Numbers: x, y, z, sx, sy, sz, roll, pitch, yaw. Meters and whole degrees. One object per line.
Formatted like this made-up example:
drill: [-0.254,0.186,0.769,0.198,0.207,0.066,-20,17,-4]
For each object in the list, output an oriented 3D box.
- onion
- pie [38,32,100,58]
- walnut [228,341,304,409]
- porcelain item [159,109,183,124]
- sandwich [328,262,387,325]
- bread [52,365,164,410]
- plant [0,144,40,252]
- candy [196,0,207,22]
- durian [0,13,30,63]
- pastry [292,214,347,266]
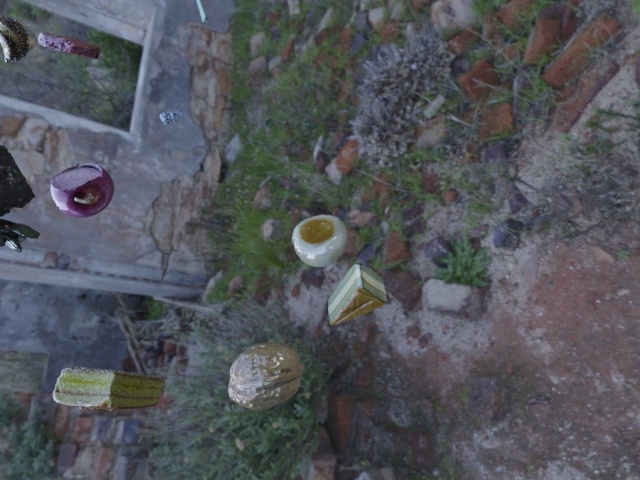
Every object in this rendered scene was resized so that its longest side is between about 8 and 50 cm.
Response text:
onion: [-0.877,-0.176,1.715,0.200,0.200,0.207,-38,22,49]
pie: [-0.807,-0.630,1.485,0.182,0.182,0.050,42,121,57]
walnut: [-0.165,0.412,1.414,0.198,0.244,0.198,175,90,-66]
porcelain item: [-0.449,-0.372,1.385,0.028,0.083,0.036,-1,114,30]
sandwich: [0.056,0.126,1.078,0.163,0.113,0.079,-26,49,26]
bread: [-0.567,0.407,1.245,0.184,0.234,0.111,0,70,16]
plant: [-0.956,-0.102,1.321,0.215,0.213,0.313,-1,107,34]
candy: [-0.352,-0.705,1.251,0.073,0.077,0.262,-38,69,60]
durian: [-0.785,-0.510,1.180,0.140,0.071,0.111,-50,58,51]
pastry: [0.000,0.000,1.261,0.092,0.156,0.156,66,-171,-52]
